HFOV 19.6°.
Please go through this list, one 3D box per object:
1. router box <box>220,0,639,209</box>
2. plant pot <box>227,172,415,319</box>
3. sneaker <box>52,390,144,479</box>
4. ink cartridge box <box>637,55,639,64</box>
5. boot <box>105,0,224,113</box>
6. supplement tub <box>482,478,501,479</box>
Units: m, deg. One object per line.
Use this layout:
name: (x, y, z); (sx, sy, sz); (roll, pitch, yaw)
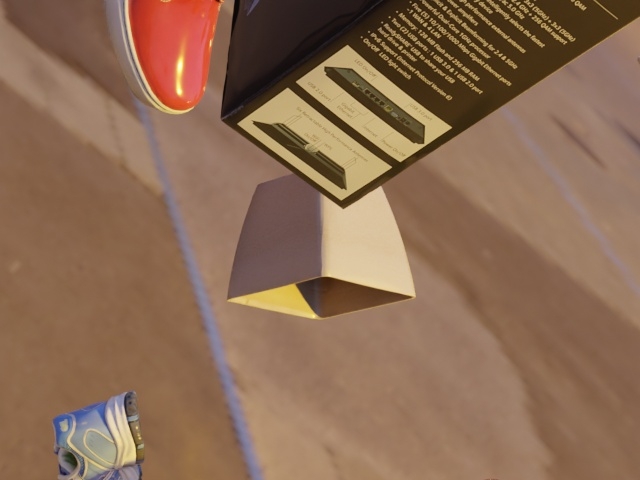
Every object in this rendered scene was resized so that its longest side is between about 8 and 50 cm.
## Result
router box: (0.074, -0.197, 0.835); (0.081, 0.243, 0.309); (35, 40, -30)
plant pot: (0.000, 0.000, 1.458); (0.109, 0.109, 0.096); (14, 69, -45)
sneaker: (-0.212, 0.204, 1.758); (0.211, 0.081, 0.080); (98, -18, -57)
ink cartridge box: (0.252, -0.106, 1.058); (0.056, 0.099, 0.135); (47, 4, -17)
boot: (-0.079, -0.221, 1.448); (0.176, 0.244, 0.088); (4, 6, 41)
supplement tub: (0.223, 0.369, 1.659); (0.316, 0.193, 0.193); (43, 13, -13)
